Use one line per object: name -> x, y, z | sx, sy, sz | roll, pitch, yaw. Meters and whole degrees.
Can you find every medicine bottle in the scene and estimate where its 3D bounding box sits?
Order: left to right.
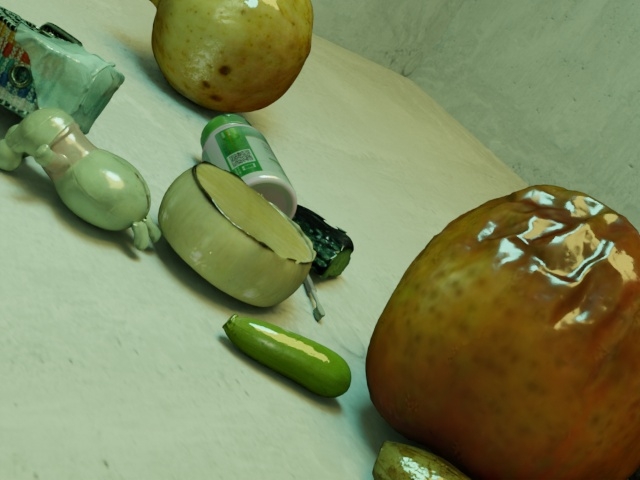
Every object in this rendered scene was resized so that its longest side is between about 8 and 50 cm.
medicine bottle -> -0.142, -0.127, 1.676 | 0.133, 0.133, 0.274 | 22, 23, -33

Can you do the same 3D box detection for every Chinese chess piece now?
Chinese chess piece -> -0.130, -0.010, 1.427 | 0.257, 0.104, 0.257 | 36, 14, -11

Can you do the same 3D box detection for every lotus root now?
lotus root -> 0.171, 0.346, 1.151 | 0.258, 0.097, 0.110 | 37, 22, 17

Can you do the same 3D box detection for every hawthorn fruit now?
hawthorn fruit -> 0.298, 0.139, 1.316 | 0.472, 0.471, 0.471 | 31, 20, -12

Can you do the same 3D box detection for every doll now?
doll -> -0.338, -0.098, 1.317 | 0.275, 0.113, 0.155 | 34, 17, -1

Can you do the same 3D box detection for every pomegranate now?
pomegranate -> -0.221, -0.486, 2.050 | 0.410, 0.410, 0.410 | 31, 20, -12

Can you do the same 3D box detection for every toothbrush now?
toothbrush -> -0.019, 0.078, 1.568 | 0.014, 0.017, 0.194 | 29, 20, -27

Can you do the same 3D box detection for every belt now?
belt -> -0.446, -0.269, 1.449 | 0.257, 0.150, 0.207 | 35, 8, 33

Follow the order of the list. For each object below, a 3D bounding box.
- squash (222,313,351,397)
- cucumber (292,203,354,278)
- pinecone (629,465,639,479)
squash -> -0.045, 0.158, 1.279 | 0.201, 0.066, 0.066 | 29, 20, -9
cucumber -> 0.000, 0.000, 1.686 | 0.115, 0.085, 0.193 | 22, 13, -44
pinecone -> 0.684, 0.404, 1.681 | 0.244, 0.244, 0.309 | 45, 6, 25
